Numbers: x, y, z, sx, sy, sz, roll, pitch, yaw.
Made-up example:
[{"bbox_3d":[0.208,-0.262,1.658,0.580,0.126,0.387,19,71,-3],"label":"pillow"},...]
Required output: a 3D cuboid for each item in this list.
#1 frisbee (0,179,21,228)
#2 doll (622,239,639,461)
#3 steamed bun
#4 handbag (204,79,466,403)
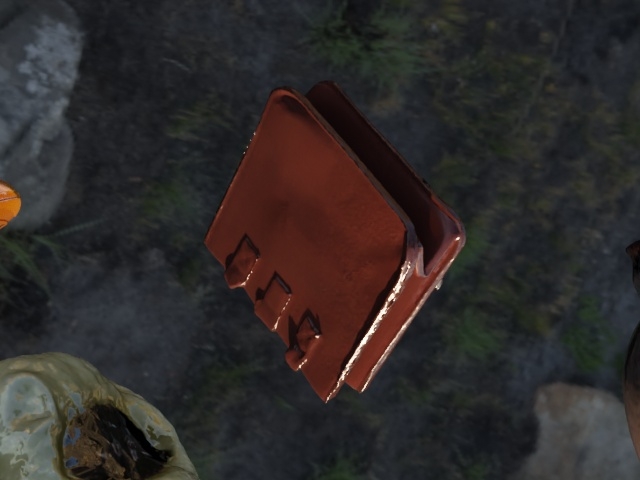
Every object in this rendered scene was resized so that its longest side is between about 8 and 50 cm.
[{"bbox_3d":[-0.442,-0.021,1.410,0.192,0.192,0.035,-2,67,-41],"label":"frisbee"},{"bbox_3d":[0.219,0.119,0.616,0.182,0.117,0.257,1,78,-45],"label":"doll"},{"bbox_3d":[-0.136,0.166,0.715,0.141,0.155,0.172,2,108,-63],"label":"steamed bun"},{"bbox_3d":[0.001,-0.001,1.289,0.084,0.260,0.275,-19,148,-41],"label":"handbag"}]
